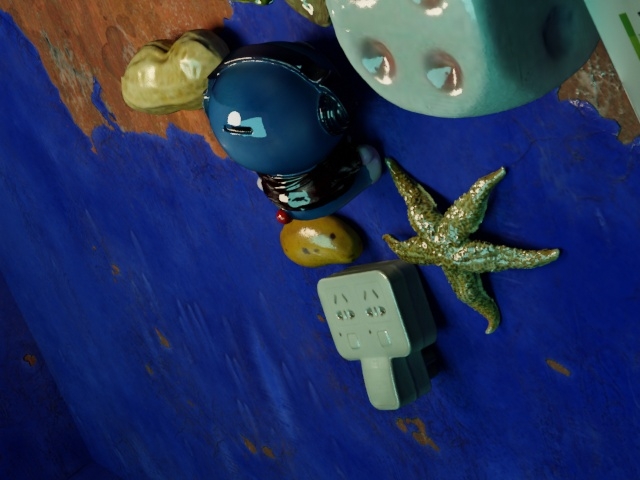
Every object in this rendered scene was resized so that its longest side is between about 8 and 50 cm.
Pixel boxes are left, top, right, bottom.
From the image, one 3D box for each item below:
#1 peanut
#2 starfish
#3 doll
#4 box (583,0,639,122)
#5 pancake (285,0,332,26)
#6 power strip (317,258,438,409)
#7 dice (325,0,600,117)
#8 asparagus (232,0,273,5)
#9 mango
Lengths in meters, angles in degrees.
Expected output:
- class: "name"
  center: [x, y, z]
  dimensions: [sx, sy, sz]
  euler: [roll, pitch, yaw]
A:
- class: "peanut"
  center: [-0.263, -0.308, 2.294]
  dimensions: [0.305, 0.147, 0.147]
  euler: [0, 122, 50]
- class: "starfish"
  center: [0.214, -0.012, 2.022]
  dimensions: [0.347, 0.078, 0.358]
  euler: [42, 148, 23]
- class: "doll"
  center: [-0.053, -0.190, 2.044]
  dimensions: [0.284, 0.240, 0.310]
  euler: [6, 134, 33]
- class: "box"
  center: [0.426, -0.235, 1.384]
  dimensions: [0.145, 0.173, 0.333]
  euler: [-6, 117, 56]
- class: "pancake"
  center: [-0.033, -0.445, 1.923]
  dimensions: [0.242, 0.050, 0.242]
  euler: [47, 152, 34]
- class: "power strip"
  center: [0.134, 0.167, 2.293]
  dimensions: [0.229, 0.141, 0.261]
  euler: [-12, 98, 56]
- class: "dice"
  center: [0.183, -0.323, 1.535]
  dimensions: [0.268, 0.264, 0.263]
  euler: [17, 135, 44]
- class: "asparagus"
  center: [-0.238, -0.497, 2.055]
  dimensions: [0.382, 0.128, 0.108]
  euler: [41, 108, 24]
- class: "mango"
  center: [-0.003, -0.002, 2.306]
  dimensions: [0.178, 0.090, 0.115]
  euler: [-4, 131, 51]
